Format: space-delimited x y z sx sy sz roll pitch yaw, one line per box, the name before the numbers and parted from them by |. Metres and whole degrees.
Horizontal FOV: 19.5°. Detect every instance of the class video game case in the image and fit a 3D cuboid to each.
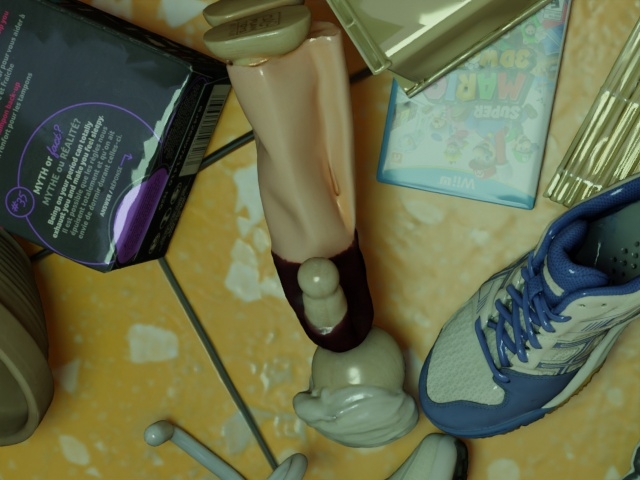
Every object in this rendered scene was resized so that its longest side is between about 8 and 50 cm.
video game case | 0.113 -0.114 1.369 0.119 0.015 0.166 11 98 9

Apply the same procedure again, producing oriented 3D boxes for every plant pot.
plant pot | -0.289 0.042 1.386 0.237 0.237 0.109 25 59 7

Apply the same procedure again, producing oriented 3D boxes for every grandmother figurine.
grandmother figurine | 0.000 0.000 1.316 0.104 0.208 0.342 -11 114 10

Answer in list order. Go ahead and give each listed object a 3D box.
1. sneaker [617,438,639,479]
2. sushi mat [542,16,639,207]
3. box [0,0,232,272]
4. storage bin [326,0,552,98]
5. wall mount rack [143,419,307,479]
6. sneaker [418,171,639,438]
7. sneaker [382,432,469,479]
sneaker | 0.266 0.173 1.322 0.107 0.110 0.275 23 102 20
sushi mat | 0.300 -0.135 1.329 0.151 0.019 0.316 29 100 6
box | -0.224 -0.104 1.366 0.270 0.143 0.165 24 98 8
storage bin | 0.089 -0.282 1.292 0.262 0.123 0.260 -33 83 12
wall mount rack | -0.163 0.267 1.311 0.130 0.304 0.350 37 101 -1
sneaker | 0.166 0.030 1.291 0.296 0.131 0.112 -40 62 21
sneaker | 0.000 0.250 1.387 0.118 0.110 0.292 40 101 13
